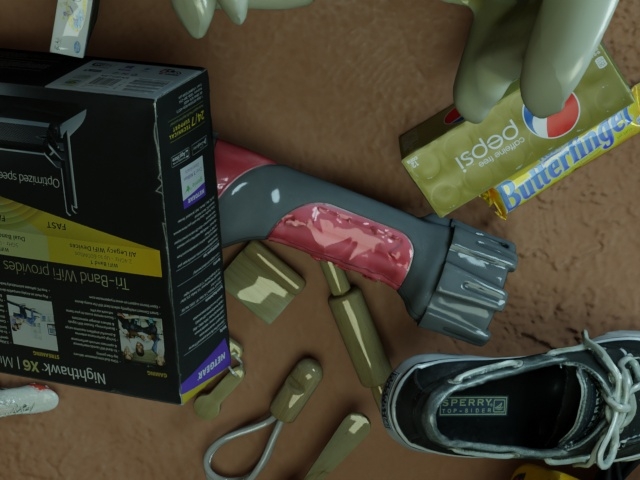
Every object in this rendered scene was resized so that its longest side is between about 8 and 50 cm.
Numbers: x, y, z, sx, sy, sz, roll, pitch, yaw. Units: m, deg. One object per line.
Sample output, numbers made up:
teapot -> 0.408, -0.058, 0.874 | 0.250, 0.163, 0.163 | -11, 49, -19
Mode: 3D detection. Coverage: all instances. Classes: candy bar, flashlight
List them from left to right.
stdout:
flashlight -> 0.000, 0.000, 1.579 | 0.304, 0.103, 0.103 | 22, 105, -4
candy bar -> 0.202, -0.070, 1.608 | 0.161, 0.018, 0.040 | -32, 109, 11

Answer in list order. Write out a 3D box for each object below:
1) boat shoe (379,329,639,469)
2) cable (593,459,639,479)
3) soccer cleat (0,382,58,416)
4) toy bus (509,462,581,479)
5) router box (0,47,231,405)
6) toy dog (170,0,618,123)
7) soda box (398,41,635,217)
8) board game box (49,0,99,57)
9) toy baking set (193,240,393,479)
boat shoe -> 0.205, 0.128, 1.596 | 0.306, 0.105, 0.113 | 5, 91, -24
cable -> 0.318, 0.228, 1.716 | 0.150, 0.047, 0.184 | -33, 108, 12
soccer cleat -> -0.263, 0.137, 1.679 | 0.083, 0.035, 0.029 | 4, 112, -2
toy bus -> 0.297, 0.308, 1.653 | 0.333, 0.108, 0.130 | 25, 82, -16
router box -> -0.226, -0.020, 1.524 | 0.309, 0.081, 0.243 | 8, 115, 25
toy dog -> 0.023, -0.304, 1.375 | 0.408, 0.284, 0.395 | 24, 97, -10
soda box -> 0.153, -0.095, 1.575 | 0.181, 0.058, 0.061 | -31, 110, 12
board game box -> -0.173, -0.226, 1.494 | 0.026, 0.103, 0.154 | 11, 111, -5
toy baking set -> -0.033, 0.122, 1.681 | 0.197, 0.030, 0.256 | -22, 105, 15
